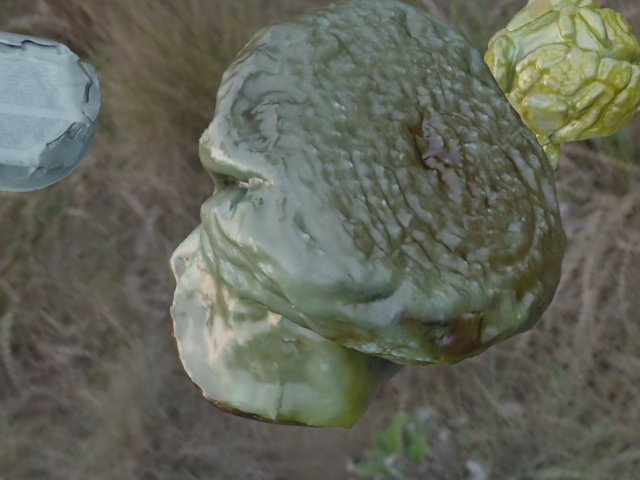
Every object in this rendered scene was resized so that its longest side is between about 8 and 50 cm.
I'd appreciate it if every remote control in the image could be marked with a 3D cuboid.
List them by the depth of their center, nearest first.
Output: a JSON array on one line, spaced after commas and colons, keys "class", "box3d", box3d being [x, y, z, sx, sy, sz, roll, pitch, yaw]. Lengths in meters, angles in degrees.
[{"class": "remote control", "box3d": [-0.264, -0.092, 1.121, 0.247, 0.052, 0.104, 5, 76, -10]}]

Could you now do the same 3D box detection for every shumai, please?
[{"class": "shumai", "box3d": [0.000, 0.000, 1.313, 0.263, 0.309, 0.304, -41, 39, 38]}]

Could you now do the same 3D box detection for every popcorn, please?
[{"class": "popcorn", "box3d": [0.208, -0.137, 1.497, 0.135, 0.141, 0.162, 17, 93, 20]}]
